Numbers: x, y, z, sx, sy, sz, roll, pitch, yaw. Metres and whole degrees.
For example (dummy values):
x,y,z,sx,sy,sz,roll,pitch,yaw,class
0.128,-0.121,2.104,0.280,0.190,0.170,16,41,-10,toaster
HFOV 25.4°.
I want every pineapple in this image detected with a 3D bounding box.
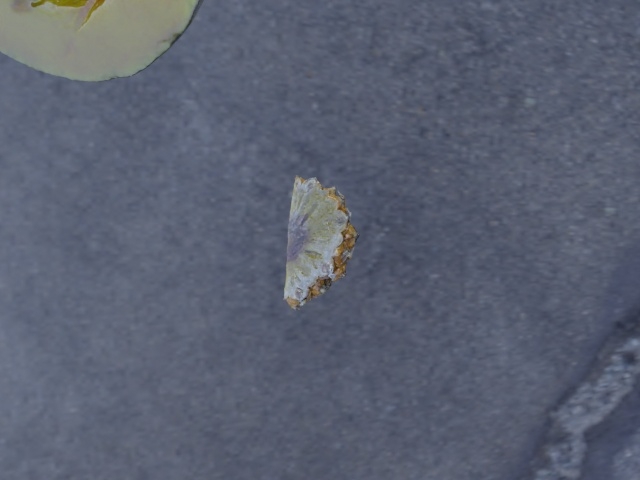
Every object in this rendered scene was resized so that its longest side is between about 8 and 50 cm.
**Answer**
x,y,z,sx,sy,sz,roll,pitch,yaw,class
0.000,0.000,0.839,0.045,0.019,0.083,-1,73,26,pineapple

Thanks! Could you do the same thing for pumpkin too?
x,y,z,sx,sy,sz,roll,pitch,yaw,class
-0.133,-0.207,0.792,0.217,0.110,0.217,20,133,24,pumpkin
